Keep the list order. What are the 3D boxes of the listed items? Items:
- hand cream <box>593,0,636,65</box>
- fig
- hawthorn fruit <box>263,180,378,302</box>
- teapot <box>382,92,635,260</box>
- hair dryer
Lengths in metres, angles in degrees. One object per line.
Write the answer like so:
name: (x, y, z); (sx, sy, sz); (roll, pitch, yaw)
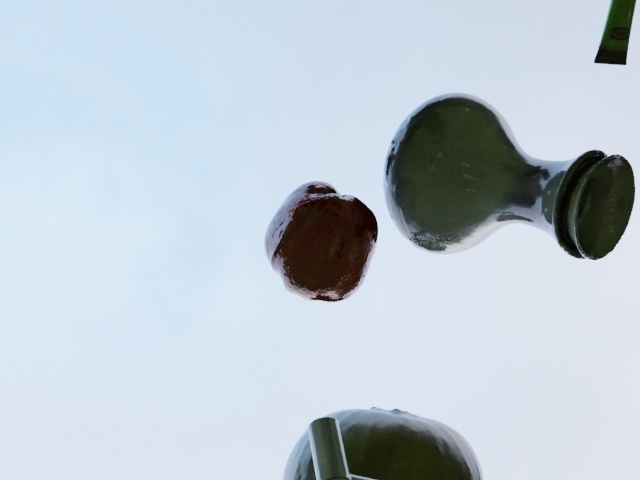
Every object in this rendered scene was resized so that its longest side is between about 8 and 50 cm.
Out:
hand cream: (0.295, -0.232, 0.851); (0.036, 0.023, 0.122); (1, -68, -15)
fig: (0.082, 0.401, 1.271); (0.316, 0.316, 0.316); (1, -97, -9)
hawthorn fruit: (0.000, 0.000, 0.890); (0.128, 0.128, 0.128); (1, -97, -9)
teapot: (0.196, -0.058, 0.933); (0.183, 0.251, 0.183); (-15, -67, -40)
hair dryer: (0.080, 0.295, 1.072); (0.183, 0.044, 0.154); (7, -133, -24)
